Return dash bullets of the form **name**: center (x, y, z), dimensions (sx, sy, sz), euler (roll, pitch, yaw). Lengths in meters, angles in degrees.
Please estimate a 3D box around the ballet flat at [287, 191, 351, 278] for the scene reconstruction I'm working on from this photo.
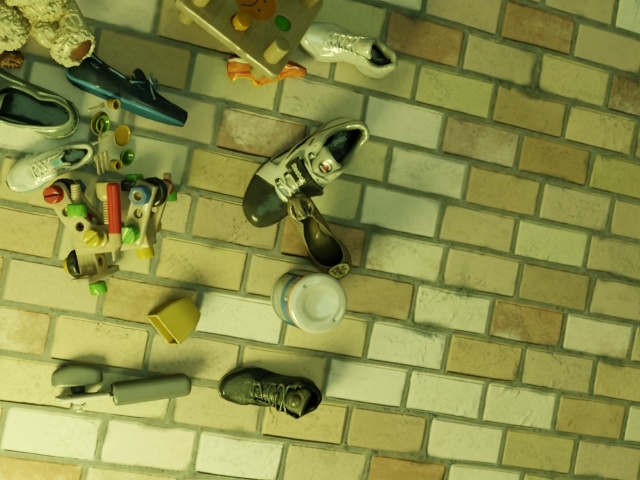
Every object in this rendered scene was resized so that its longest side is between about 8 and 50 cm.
- **ballet flat**: center (0.000, 0.000, 1.953), dimensions (0.084, 0.058, 0.250), euler (-27, 126, 3)

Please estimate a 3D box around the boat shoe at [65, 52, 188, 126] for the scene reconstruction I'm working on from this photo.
- **boat shoe**: center (-0.384, -0.315, 1.848), dimensions (0.258, 0.109, 0.089), euler (25, 81, -18)

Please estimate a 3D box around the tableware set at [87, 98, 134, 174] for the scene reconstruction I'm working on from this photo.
- **tableware set**: center (-0.416, -0.211, 1.835), dimensions (0.104, 0.024, 0.154), euler (-37, 135, -46)

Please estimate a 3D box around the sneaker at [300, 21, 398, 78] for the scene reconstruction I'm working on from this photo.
- **sneaker**: center (0.069, -0.425, 1.975), dimensions (0.232, 0.115, 0.090), euler (14, 87, -17)

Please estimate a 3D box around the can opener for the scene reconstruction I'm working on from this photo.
- **can opener**: center (-0.409, 0.299, 1.872), dimensions (0.280, 0.074, 0.093), euler (-1, 91, -17)

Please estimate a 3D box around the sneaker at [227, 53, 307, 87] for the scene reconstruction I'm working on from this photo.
- **sneaker**: center (-0.116, -0.364, 1.960), dimensions (0.175, 0.064, 0.067), euler (1, 112, -12)

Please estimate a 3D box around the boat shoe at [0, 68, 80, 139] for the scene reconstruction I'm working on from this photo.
- **boat shoe**: center (-0.629, -0.284, 1.776), dimensions (0.319, 0.099, 0.116), euler (19, 86, -16)

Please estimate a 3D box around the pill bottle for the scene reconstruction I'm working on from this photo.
- **pill bottle**: center (-0.034, 0.123, 1.904), dimensions (0.124, 0.221, 0.124), euler (0, 92, -16)

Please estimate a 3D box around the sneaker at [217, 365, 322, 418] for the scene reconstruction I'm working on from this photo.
- **sneaker**: center (-0.101, 0.324, 1.939), dimensions (0.228, 0.130, 0.087), euler (12, 86, -15)

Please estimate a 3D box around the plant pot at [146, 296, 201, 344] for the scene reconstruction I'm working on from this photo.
- **plant pot**: center (-0.300, 0.162, 1.901), dimensions (0.083, 0.081, 0.081), euler (-42, 102, -23)

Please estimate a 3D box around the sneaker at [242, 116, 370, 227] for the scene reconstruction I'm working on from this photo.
- **sneaker**: center (-0.029, -0.154, 1.941), dimensions (0.330, 0.146, 0.122), euler (-44, 104, -10)

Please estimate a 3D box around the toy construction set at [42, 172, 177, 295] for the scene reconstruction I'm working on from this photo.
- **toy construction set**: center (-0.405, -0.002, 1.762), dimensions (0.258, 0.309, 0.237), euler (-3, 97, -9)

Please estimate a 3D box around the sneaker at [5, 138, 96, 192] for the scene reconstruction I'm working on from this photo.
- **sneaker**: center (-0.540, -0.154, 1.817), dimensions (0.191, 0.083, 0.071), euler (-28, 101, -13)

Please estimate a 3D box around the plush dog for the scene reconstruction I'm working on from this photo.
- **plush dog**: center (-0.590, -0.442, 1.728), dimensions (0.225, 0.262, 0.210), euler (-29, 60, -3)

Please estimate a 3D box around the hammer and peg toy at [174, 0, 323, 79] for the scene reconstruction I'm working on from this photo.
- **hammer and peg toy**: center (-0.126, -0.533, 1.897), dimensions (0.266, 0.127, 0.361), euler (35, 57, -15)
